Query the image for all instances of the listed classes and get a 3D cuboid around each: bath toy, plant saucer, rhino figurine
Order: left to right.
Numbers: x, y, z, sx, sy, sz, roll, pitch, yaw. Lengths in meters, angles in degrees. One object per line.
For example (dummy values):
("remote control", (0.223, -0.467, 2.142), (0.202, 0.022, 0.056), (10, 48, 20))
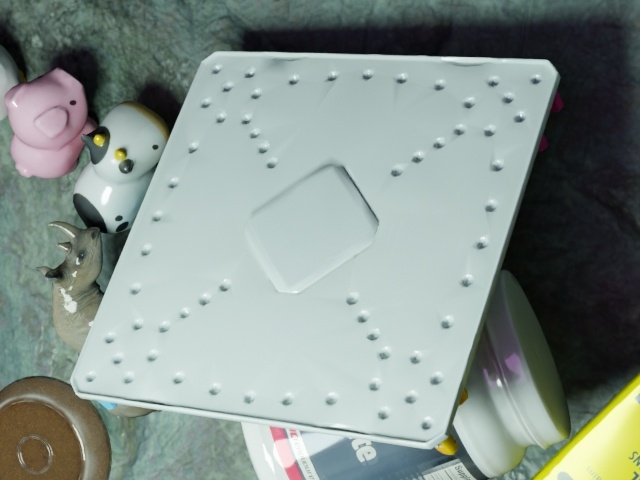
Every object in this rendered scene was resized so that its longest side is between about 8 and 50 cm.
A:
("plant saucer", (-0.315, 0.237, 2.032), (0.168, 0.029, 0.169), (3, 98, 22))
("bath toy", (-0.277, -0.111, 1.909), (0.348, 0.129, 0.151), (32, 109, 16))
("rhino figurine", (-0.221, 0.083, 1.894), (0.106, 0.073, 0.243), (-31, 110, -7))

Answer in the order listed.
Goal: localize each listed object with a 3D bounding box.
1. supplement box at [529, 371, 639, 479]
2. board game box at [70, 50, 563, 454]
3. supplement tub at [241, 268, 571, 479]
("supplement box", (0.294, 0.265, 1.694), (0.194, 0.195, 0.356), (45, 112, 10))
("board game box", (0.000, 0.000, 1.677), (0.389, 0.050, 0.390), (5, 61, 30))
("supplement tub", (0.077, 0.151, 1.694), (0.272, 0.191, 0.191), (-22, 89, 14))
